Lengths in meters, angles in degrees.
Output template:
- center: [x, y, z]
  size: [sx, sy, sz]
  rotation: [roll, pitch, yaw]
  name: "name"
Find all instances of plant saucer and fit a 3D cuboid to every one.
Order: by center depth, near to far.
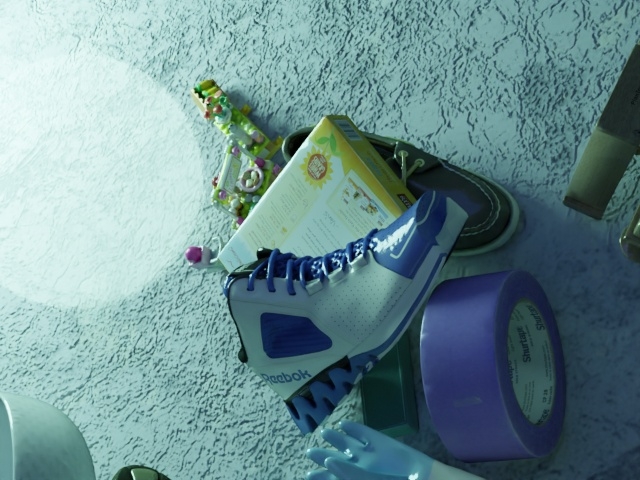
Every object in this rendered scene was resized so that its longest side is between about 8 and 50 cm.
- center: [0.069, 0.130, 1.500]
  size: [0.067, 0.018, 0.192]
  rotation: [-18, 62, 26]
  name: "plant saucer"

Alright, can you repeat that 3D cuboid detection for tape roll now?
- center: [0.176, 0.126, 1.325]
  size: [0.080, 0.189, 0.189]
  rotation: [-10, 65, 28]
  name: "tape roll"

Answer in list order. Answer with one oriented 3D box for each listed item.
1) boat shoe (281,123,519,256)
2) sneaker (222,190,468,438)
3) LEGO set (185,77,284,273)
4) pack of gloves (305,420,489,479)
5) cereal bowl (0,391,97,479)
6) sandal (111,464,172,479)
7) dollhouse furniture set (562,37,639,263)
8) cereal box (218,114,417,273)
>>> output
- center: [0.084, -0.062, 1.526]
  size: [0.305, 0.091, 0.109]
  rotation: [20, 81, 37]
  name: "boat shoe"
- center: [-0.001, 0.057, 1.399]
  size: [0.182, 0.127, 0.315]
  rotation: [37, 122, 0]
  name: "sneaker"
- center: [-0.122, -0.108, 1.667]
  size: [0.132, 0.107, 0.287]
  rotation: [-18, 61, 25]
  name: "LEGO set"
- center: [0.048, 0.288, 1.294]
  size: [0.232, 0.046, 0.195]
  rotation: [19, 79, 34]
  name: "pack of gloves"
- center: [-0.340, 0.351, 1.549]
  size: [0.339, 0.141, 0.339]
  rotation: [-34, 51, 56]
  name: "cereal bowl"
- center: [-0.195, 0.395, 1.498]
  size: [0.086, 0.120, 0.302]
  rotation: [-35, 54, 32]
  name: "sandal"
- center: [0.447, -0.058, 1.328]
  size: [0.356, 0.174, 0.303]
  rotation: [25, 70, 8]
  name: "dollhouse furniture set"
- center: [0.000, 0.000, 1.510]
  size: [0.173, 0.047, 0.240]
  rotation: [53, 123, 22]
  name: "cereal box"
